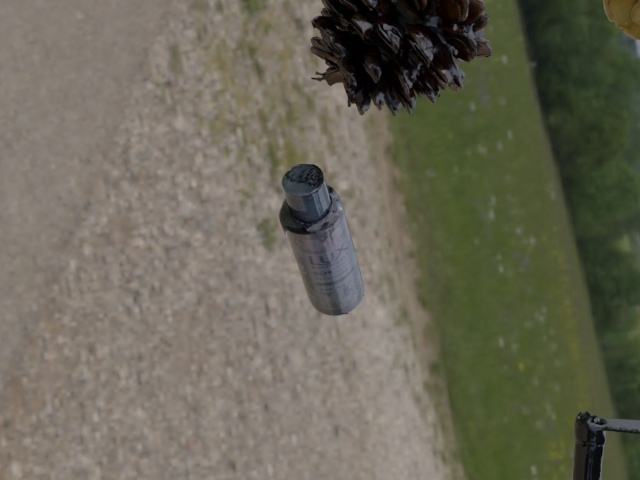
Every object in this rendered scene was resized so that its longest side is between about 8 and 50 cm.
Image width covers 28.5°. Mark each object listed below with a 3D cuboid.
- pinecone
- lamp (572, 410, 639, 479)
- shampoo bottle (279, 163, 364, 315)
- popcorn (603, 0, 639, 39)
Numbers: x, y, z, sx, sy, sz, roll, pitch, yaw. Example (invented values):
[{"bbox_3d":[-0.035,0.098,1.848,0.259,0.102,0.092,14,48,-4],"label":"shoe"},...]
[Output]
[{"bbox_3d":[0.089,-0.247,1.515,0.221,0.221,0.221,-10,90,-77],"label":"pinecone"},{"bbox_3d":[0.471,0.304,1.330,0.272,0.374,0.205,-82,174,-80],"label":"lamp"},{"bbox_3d":[0.000,0.000,1.334,0.214,0.072,0.072,73,13,-54],"label":"shampoo bottle"},{"bbox_3d":[0.350,-0.287,1.215,0.140,0.163,0.194,20,-70,60],"label":"popcorn"}]
